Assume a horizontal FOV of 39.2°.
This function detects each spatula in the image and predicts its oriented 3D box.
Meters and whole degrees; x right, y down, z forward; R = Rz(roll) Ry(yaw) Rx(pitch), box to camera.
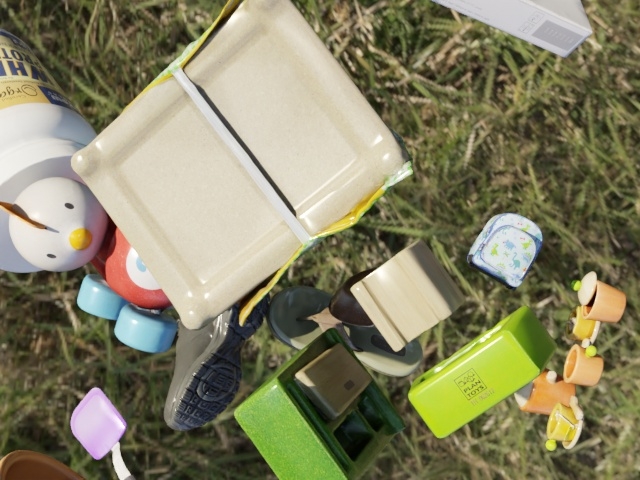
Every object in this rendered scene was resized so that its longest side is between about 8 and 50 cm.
[{"bbox_3d":[-0.299,0.349,1.368,0.084,0.296,0.030,-49,141,6],"label":"spatula"}]

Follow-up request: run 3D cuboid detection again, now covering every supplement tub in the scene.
[{"bbox_3d":[-0.436,-0.129,1.230,0.228,0.316,0.228,-29,146,-22],"label":"supplement tub"}]

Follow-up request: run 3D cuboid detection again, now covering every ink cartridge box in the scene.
[{"bbox_3d":[0.236,-0.416,1.302,0.296,0.261,0.066,13,141,-31],"label":"ink cartridge box"}]

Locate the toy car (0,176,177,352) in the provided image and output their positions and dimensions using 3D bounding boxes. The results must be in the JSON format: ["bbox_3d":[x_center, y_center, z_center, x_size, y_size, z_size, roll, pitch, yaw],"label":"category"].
[{"bbox_3d":[-0.274,-0.006,1.068,0.238,0.210,0.219,14,99,-43],"label":"toy car"}]

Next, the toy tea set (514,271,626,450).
[{"bbox_3d":[0.448,0.211,1.681,0.124,0.200,0.336,17,99,1],"label":"toy tea set"}]

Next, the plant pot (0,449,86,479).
[{"bbox_3d":[-0.275,0.374,0.839,0.203,0.291,0.291,-40,125,-4],"label":"plant pot"}]

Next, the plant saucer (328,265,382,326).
[{"bbox_3d":[0.109,0.081,1.431,0.199,0.198,0.036,-10,108,-6],"label":"plant saucer"}]

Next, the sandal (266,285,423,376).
[{"bbox_3d":[0.052,0.151,1.587,0.303,0.120,0.086,18,152,-13],"label":"sandal"}]

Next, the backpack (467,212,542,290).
[{"bbox_3d":[0.322,0.012,1.536,0.105,0.084,0.114,30,84,-2],"label":"backpack"}]

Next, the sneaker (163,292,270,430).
[{"bbox_3d":[-0.189,0.178,1.487,0.130,0.286,0.109,7,151,37],"label":"sneaker"}]

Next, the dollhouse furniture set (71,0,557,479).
[{"bbox_3d":[0.000,0.000,0.631,0.198,0.151,0.301,-38,85,18],"label":"dollhouse furniture set"}]
